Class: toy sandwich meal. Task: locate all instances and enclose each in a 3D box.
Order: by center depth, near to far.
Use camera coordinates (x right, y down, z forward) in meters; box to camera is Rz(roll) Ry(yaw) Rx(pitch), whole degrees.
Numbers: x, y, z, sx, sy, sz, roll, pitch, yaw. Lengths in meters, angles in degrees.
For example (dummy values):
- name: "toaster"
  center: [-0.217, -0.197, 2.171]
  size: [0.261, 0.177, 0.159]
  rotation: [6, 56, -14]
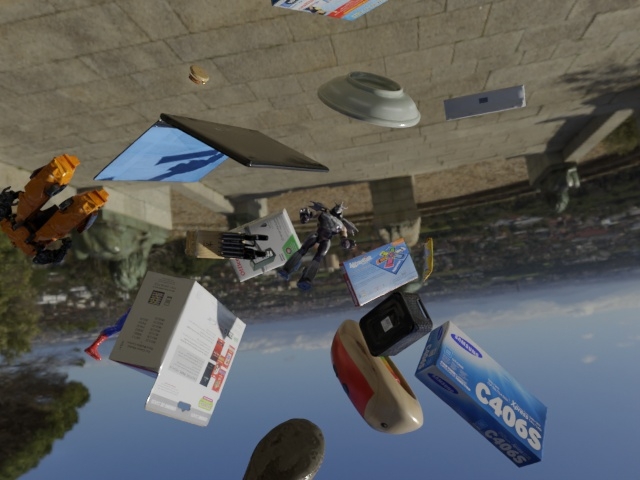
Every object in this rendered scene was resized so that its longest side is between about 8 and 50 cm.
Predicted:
- name: "toy sandwich meal"
  center: [-0.443, -0.598, 1.827]
  size: [0.085, 0.085, 0.029]
  rotation: [4, 142, -49]

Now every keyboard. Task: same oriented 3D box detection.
- name: "keyboard"
  center: [0.544, -0.458, 1.681]
  size: [0.256, 0.072, 0.014]
  rotation: [-7, -159, 18]

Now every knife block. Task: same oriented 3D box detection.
- name: "knife block"
  center: [-0.299, 0.014, 1.650]
  size: [0.242, 0.088, 0.276]
  rotation: [5, 180, -26]

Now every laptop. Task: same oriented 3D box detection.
- name: "laptop"
  center: [-0.263, -0.171, 1.284]
  size: [0.408, 0.236, 0.382]
  rotation: [30, -162, 21]

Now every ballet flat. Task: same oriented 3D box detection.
- name: "ballet flat"
  center: [-0.063, 0.311, 0.604]
  size: [0.084, 0.058, 0.250]
  rotation: [20, -152, 12]

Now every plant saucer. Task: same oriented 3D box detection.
- name: "plant saucer"
  center: [0.191, -0.545, 1.874]
  size: [0.400, 0.400, 0.100]
  rotation: [-2, 127, -26]

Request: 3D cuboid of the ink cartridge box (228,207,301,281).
- name: "ink cartridge box"
  center: [-0.242, 0.019, 2.107]
  size: [0.289, 0.211, 0.121]
  rotation: [-23, -169, 3]

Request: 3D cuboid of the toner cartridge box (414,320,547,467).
- name: "toner cartridge box"
  center: [0.402, 0.375, 1.245]
  size: [0.075, 0.348, 0.165]
  rotation: [-46, -176, 41]

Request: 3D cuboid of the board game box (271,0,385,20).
- name: "board game box"
  center: [0.079, -0.668, 1.254]
  size: [0.302, 0.086, 0.308]
  rotation: [-14, -176, -43]

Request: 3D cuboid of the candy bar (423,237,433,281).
- name: "candy bar"
  center: [0.291, 0.050, 1.369]
  size: [0.018, 0.161, 0.040]
  rotation: [21, 128, -5]

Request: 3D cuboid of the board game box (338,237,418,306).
- name: "board game box"
  center: [0.193, 0.098, 1.631]
  size: [0.281, 0.145, 0.027]
  rotation: [-20, 178, -36]

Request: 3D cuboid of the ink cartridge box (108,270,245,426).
- name: "ink cartridge box"
  center: [-0.322, 0.259, 1.156]
  size: [0.130, 0.272, 0.309]
  rotation: [9, 155, 18]

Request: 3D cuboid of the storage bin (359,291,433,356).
- name: "storage bin"
  center: [0.207, 0.234, 1.404]
  size: [0.084, 0.122, 0.180]
  rotation: [8, 139, -40]

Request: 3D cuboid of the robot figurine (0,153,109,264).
- name: "robot figurine"
  center: [-0.650, -0.066, 1.209]
  size: [0.291, 0.211, 0.085]
  rotation: [-32, -168, 26]

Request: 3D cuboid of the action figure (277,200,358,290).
- name: "action figure"
  center: [0.000, 0.000, 1.408]
  size: [0.185, 0.285, 0.099]
  rotation: [29, 158, 6]

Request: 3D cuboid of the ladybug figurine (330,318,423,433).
- name: "ladybug figurine"
  center: [0.161, 0.446, 1.652]
  size: [0.162, 0.449, 0.305]
  rotation: [-40, 131, 5]

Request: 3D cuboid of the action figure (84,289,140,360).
- name: "action figure"
  center: [-0.513, 0.236, 1.431]
  size: [0.139, 0.280, 0.091]
  rotation: [43, 150, -16]
